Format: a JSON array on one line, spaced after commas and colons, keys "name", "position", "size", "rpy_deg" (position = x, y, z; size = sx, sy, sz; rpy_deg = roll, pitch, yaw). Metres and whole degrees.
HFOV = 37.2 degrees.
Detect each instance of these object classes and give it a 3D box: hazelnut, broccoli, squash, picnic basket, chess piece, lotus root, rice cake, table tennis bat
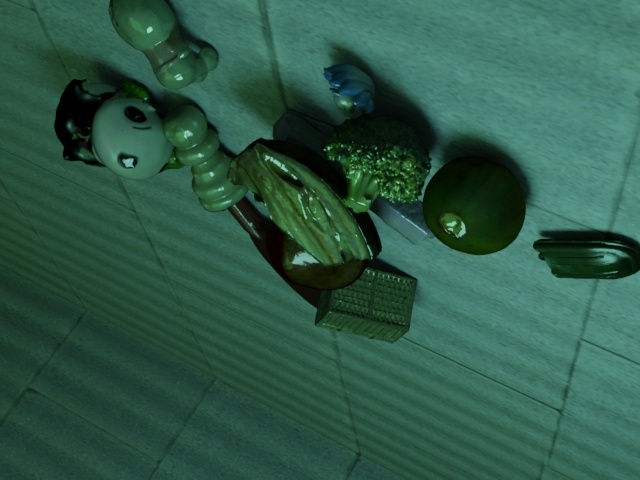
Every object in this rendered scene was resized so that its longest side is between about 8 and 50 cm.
[{"name": "hazelnut", "position": [0.000, 0.000, 2.050], "size": [0.229, 0.229, 0.229], "rpy_deg": [27, 155, 14]}, {"name": "broccoli", "position": [0.099, -0.137, 1.689], "size": [0.198, 0.176, 0.226], "rpy_deg": [32, 151, 3]}, {"name": "squash", "position": [-0.376, -0.201, 2.285], "size": [0.219, 0.068, 0.077], "rpy_deg": [-2, 122, 53]}, {"name": "picnic basket", "position": [0.100, 0.147, 2.193], "size": [0.196, 0.134, 0.154], "rpy_deg": [13, 160, -8]}, {"name": "chess piece", "position": [-0.264, -0.191, 2.110], "size": [0.133, 0.133, 0.243], "rpy_deg": [10, 142, 42]}, {"name": "lotus root", "position": [-0.011, -0.087, 1.825], "size": [0.314, 0.142, 0.210], "rpy_deg": [50, 136, -11]}, {"name": "rice cake", "position": [0.072, -0.119, 1.889], "size": [0.399, 0.064, 0.070], "rpy_deg": [35, 149, -3]}, {"name": "table tennis bat", "position": [-0.103, 0.034, 2.357], "size": [0.415, 0.051, 0.268], "rpy_deg": [50, 165, -22]}]

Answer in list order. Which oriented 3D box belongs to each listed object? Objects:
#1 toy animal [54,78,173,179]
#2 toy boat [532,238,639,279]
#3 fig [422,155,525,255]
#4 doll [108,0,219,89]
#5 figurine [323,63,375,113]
[{"name": "toy animal", "position": [-0.456, -0.255, 2.142], "size": [0.266, 0.213, 0.213], "rpy_deg": [17, 151, 26]}, {"name": "toy boat", "position": [0.474, 0.033, 1.690], "size": [0.210, 0.052, 0.104], "rpy_deg": [-2, 135, 50]}, {"name": "fig", "position": [0.262, -0.055, 1.651], "size": [0.181, 0.191, 0.181], "rpy_deg": [12, 113, 31]}, {"name": "doll", "position": [-0.316, -0.391, 1.809], "size": [0.275, 0.113, 0.155], "rpy_deg": [46, 156, -26]}, {"name": "figurine", "position": [0.045, -0.264, 1.635], "size": [0.114, 0.114, 0.079], "rpy_deg": [36, 112, -4]}]
